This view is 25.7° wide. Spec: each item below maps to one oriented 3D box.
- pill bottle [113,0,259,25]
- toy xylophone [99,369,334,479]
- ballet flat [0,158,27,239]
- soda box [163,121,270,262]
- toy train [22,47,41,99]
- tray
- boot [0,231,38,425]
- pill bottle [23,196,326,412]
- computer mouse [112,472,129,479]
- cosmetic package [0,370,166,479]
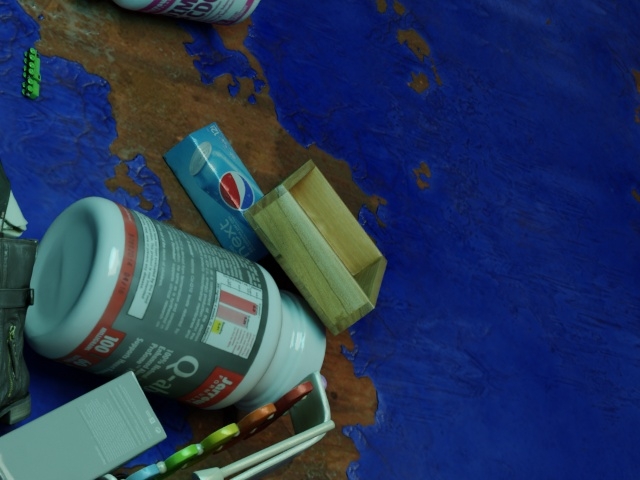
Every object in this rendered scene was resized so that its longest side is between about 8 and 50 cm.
[{"bbox_3d":[-0.235,-0.425,2.144,0.283,0.160,0.160,2,63,-43],"label":"pill bottle"},{"bbox_3d":[-0.110,0.254,1.672,0.323,0.236,0.081,-22,78,-36],"label":"toy xylophone"},{"bbox_3d":[-0.421,0.004,1.735,0.096,0.095,0.280,28,57,-43],"label":"ballet flat"},{"bbox_3d":[-0.137,-0.064,2.067,0.210,0.071,0.067,56,40,0],"label":"soda box"},{"bbox_3d":[-0.403,-0.234,1.961,0.024,0.017,0.083,30,46,-41],"label":"toy train"},{"bbox_3d":[0.000,0.000,2.009,0.203,0.076,0.411,53,9,-3],"label":"tray"},{"bbox_3d":[-0.390,0.100,1.581,0.263,0.091,0.229,-20,115,-80],"label":"boot"},{"bbox_3d":[-0.181,0.099,1.804,0.363,0.210,0.210,24,49,-34],"label":"pill bottle"},{"bbox_3d":[-0.261,0.379,1.671,0.071,0.041,0.242,33,44,-24],"label":"computer mouse"},{"bbox_3d":[-0.311,0.255,1.640,0.238,0.127,0.107,-20,80,-51],"label":"cosmetic package"}]
